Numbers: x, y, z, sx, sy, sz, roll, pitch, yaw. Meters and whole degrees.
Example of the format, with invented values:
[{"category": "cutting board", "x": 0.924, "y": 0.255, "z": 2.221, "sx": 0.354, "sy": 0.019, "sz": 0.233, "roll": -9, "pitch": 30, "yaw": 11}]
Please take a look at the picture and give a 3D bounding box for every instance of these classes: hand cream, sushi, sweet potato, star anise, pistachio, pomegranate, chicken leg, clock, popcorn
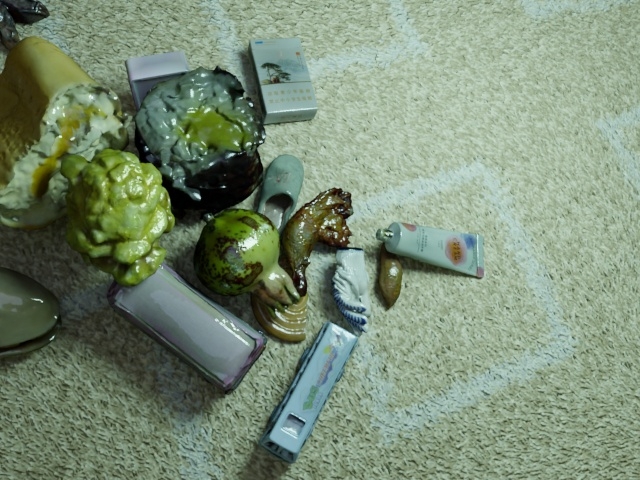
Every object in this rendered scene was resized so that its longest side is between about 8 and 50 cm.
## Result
[{"category": "hand cream", "x": 0.299, "y": 0.014, "z": 1.521, "sx": 0.341, "sy": 0.078, "sz": 0.124, "roll": 11, "pitch": 70, "yaw": -22}, {"category": "sushi", "x": -0.288, "y": -0.217, "z": 1.376, "sx": 0.300, "sy": 0.294, "sz": 0.281, "roll": -36, "pitch": 83, "yaw": -17}, {"category": "sweet potato", "x": 0.184, "y": 0.069, "z": 1.505, "sx": 0.068, "sy": 0.068, "sz": 0.226, "roll": 4, "pitch": 73, "yaw": -10}, {"category": "star anise", "x": -0.822, "y": -0.598, "z": 1.491, "sx": 0.215, "sy": 0.099, "sz": 0.219, "roll": -5, "pitch": 75, "yaw": -2}, {"category": "pistachio", "x": -0.720, "y": 0.156, "z": 1.252, "sx": 0.288, "sy": 0.166, "sz": 0.197, "roll": 13, "pitch": 58, "yaw": -6}, {"category": "pomegranate", "x": -0.166, "y": 0.047, "z": 1.352, "sx": 0.277, "sy": 0.203, "sz": 0.222, "roll": 34, "pitch": 60, "yaw": 21}, {"category": "chicken leg", "x": -0.009, "y": -0.008, "z": 1.471, "sx": 0.322, "sy": 0.083, "sz": 0.177, "roll": -44, "pitch": 102, "yaw": -31}, {"category": "clock", "x": -0.402, "y": -0.389, "z": 1.456, "sx": 0.150, "sy": 0.197, "sz": 0.063, "roll": -14, "pitch": 76, "yaw": -14}, {"category": "popcorn", "x": -0.425, "y": -0.056, "z": 1.195, "sx": 0.242, "sy": 0.250, "sz": 0.235, "roll": 24, "pitch": 51, "yaw": 22}]

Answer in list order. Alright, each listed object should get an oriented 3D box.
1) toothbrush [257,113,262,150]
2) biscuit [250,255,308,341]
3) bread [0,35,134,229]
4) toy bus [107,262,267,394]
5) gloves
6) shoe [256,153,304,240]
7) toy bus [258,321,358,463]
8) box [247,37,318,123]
[{"category": "toothbrush", "x": -0.167, "y": -0.315, "z": 1.577, "sx": 0.014, "sy": 0.011, "sz": 0.167, "roll": 8, "pitch": 73, "yaw": -2}, {"category": "biscuit", "x": -0.103, "y": 0.141, "z": 1.446, "sx": 0.145, "sy": 0.033, "sz": 0.224, "roll": 2, "pitch": 73, "yaw": -10}, {"category": "bread", "x": -0.629, "y": -0.250, "z": 1.307, "sx": 0.361, "sy": 0.250, "sz": 0.394, "roll": -50, "pitch": 57, "yaw": 2}, {"category": "toy bus", "x": -0.313, "y": 0.179, "z": 1.329, "sx": 0.386, "sy": 0.162, "sz": 0.171, "roll": 36, "pitch": 72, "yaw": 1}, {"category": "gloves", "x": 0.082, "y": 0.127, "z": 1.446, "sx": 0.119, "sy": 0.097, "sz": 0.228, "roll": -1, "pitch": 78, "yaw": -45}, {"category": "shoe", "x": -0.104, "y": -0.118, "z": 1.486, "sx": 0.103, "sy": 0.100, "sz": 0.250, "roll": 14, "pitch": 75, "yaw": -7}, {"category": "toy bus", "x": -0.024, "y": 0.352, "z": 1.345, "sx": 0.109, "sy": 0.136, "sz": 0.329, "roll": 29, "pitch": 70, "yaw": 1}, {"category": "box", "x": -0.107, "y": -0.445, "z": 1.590, "sx": 0.150, "sy": 0.067, "sz": 0.233, "roll": -8, "pitch": 75, "yaw": -19}]
